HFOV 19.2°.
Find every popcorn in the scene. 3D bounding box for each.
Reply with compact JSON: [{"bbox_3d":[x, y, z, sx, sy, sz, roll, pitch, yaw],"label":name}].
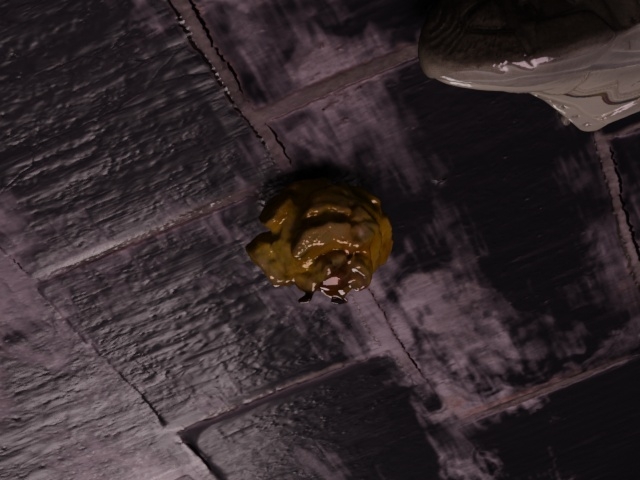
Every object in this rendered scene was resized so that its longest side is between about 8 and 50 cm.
[{"bbox_3d":[0.000,0.000,2.109,0.167,0.152,0.148,-2,165,-8],"label":"popcorn"}]

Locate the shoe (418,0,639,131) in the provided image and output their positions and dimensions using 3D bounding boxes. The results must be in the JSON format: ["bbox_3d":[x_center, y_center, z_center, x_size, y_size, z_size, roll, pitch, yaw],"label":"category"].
[{"bbox_3d":[0.260,-0.183,1.955,0.342,0.132,0.210,-13,145,-15],"label":"shoe"}]
